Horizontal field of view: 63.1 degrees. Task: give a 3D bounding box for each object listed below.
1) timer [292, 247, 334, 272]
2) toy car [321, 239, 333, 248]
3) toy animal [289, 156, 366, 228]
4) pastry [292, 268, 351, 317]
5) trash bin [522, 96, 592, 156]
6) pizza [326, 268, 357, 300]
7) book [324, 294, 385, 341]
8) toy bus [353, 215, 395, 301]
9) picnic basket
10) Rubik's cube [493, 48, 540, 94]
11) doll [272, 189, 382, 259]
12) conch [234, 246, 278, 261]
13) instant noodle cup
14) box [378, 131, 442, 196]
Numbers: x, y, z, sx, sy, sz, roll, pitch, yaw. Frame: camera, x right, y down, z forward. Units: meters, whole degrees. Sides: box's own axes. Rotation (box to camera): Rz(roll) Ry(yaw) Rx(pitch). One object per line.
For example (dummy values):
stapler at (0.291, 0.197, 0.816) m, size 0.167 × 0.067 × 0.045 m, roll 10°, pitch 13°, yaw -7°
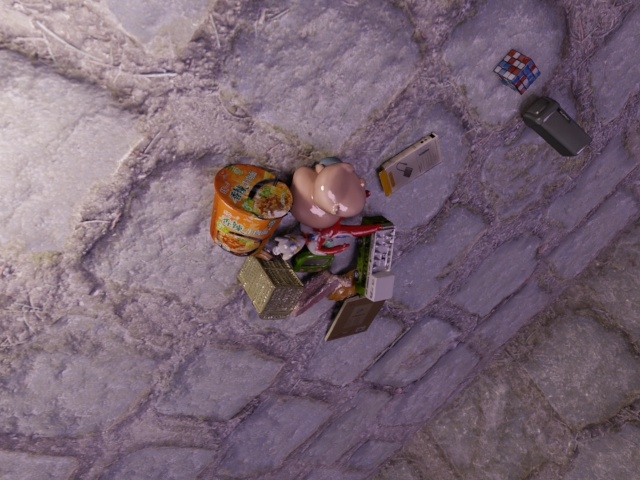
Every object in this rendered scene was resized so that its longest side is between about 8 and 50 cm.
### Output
timer at (-0.026, 0.070, 1.846) m, size 0.140 × 0.047 × 0.128 m, roll -1°, pitch 150°, yaw -29°
toy car at (0.000, 0.000, 1.836) m, size 0.059 × 0.035 × 0.122 m, roll -47°, pitch 146°, yaw 12°
toy animal at (0.022, -0.133, 1.572) m, size 0.210 × 0.221 × 0.229 m, roll 37°, pitch 94°, yaw -30°
pastry at (-0.014, 0.181, 1.935) m, size 0.265 × 0.112 × 0.103 m, roll -30°, pitch 166°, yaw 13°
trash bin at (0.854, -0.414, 1.899) m, size 0.101 × 0.236 × 0.177 m, roll -46°, pitch 180°, yaw 9°
pizza at (0.120, 0.160, 2.045) m, size 0.246 × 0.058 × 0.127 m, roll -31°, pitch 137°, yaw -9°
book at (0.153, 0.318, 2.194) m, size 0.216 × 0.021 × 0.310 m, roll -9°, pitch 143°, yaw -27°
toy bus at (0.204, 0.069, 1.924) m, size 0.113 × 0.139 × 0.302 m, roll -8°, pitch 113°, yaw -30°
picnic basket at (-0.173, 0.150, 1.735) m, size 0.134 × 0.196 × 0.154 m, roll 4°, pitch 124°, yaw -40°
Rubik's cube at (0.653, -0.559, 1.730) m, size 0.092 × 0.092 × 0.092 m, roll 25°, pitch 111°, yaw -44°
doll at (0.014, -0.038, 1.745) m, size 0.384 × 0.099 × 0.188 m, roll -24°, pitch 98°, yaw -12°
conch at (-0.242, 0.020, 1.649) m, size 0.080 × 0.086 × 0.232 m, roll -44°, pitch 136°, yaw 8°
instant noodle cup at (-0.214, -0.077, 1.494) m, size 0.230 × 0.230 × 0.182 m, roll -2°, pitch 137°, yaw -33°
box at (0.310, -0.263, 1.810) m, size 0.247 × 0.033 × 0.129 m, roll -32°, pitch 139°, yaw -6°
